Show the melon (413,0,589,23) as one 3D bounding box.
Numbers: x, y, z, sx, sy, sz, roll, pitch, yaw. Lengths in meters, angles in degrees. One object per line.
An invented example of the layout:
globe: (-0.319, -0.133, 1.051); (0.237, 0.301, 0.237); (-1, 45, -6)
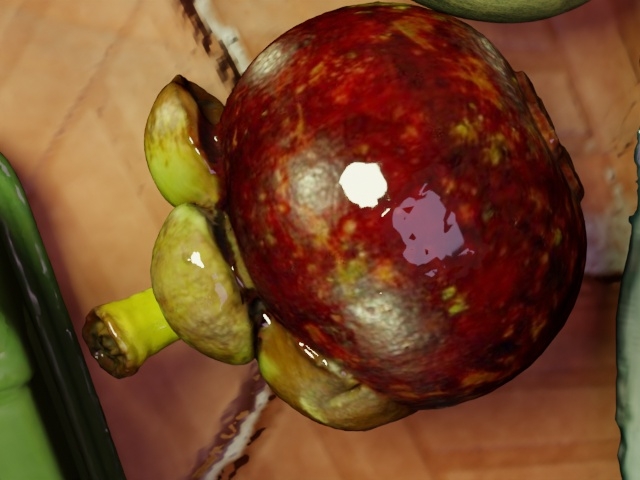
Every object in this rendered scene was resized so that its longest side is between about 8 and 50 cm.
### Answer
melon: (0.058, -0.130, 0.539); (0.130, 0.098, 0.098); (23, 97, -20)

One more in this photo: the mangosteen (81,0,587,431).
mangosteen: (0.010, 0.000, 0.549); (0.181, 0.156, 0.145); (-40, 145, 26)

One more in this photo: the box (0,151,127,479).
box: (-0.218, 0.127, 0.475); (0.328, 0.178, 0.253); (-21, 113, -12)

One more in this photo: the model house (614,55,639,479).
model house: (0.293, 0.008, 0.639); (0.291, 0.184, 0.253); (-11, 103, -30)
